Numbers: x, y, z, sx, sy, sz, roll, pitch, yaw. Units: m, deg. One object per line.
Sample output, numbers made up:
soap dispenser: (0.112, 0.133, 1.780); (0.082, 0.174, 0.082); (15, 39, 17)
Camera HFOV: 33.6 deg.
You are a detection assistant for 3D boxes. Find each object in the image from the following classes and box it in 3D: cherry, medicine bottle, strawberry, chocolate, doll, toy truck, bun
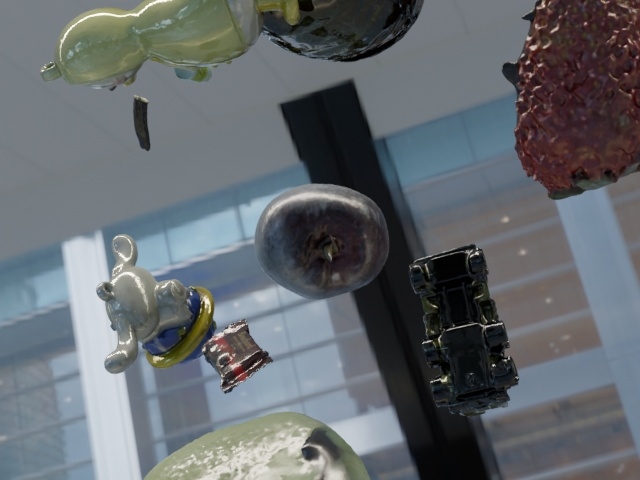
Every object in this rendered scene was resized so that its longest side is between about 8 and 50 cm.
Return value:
cherry: (0.000, 0.000, 2.013); (0.255, 0.218, 0.296); (-6, 4, -9)
medicine bottle: (-0.232, -0.313, 1.941); (0.047, 0.047, 0.083); (-20, -4, 17)
strawberry: (0.360, -0.209, 1.414); (0.234, 0.306, 0.137); (-17, 15, 6)
chocolate: (-0.120, 0.157, 1.475); (0.086, 0.028, 0.182); (-33, 19, -4)
doll: (-0.290, 0.147, 1.912); (0.160, 0.311, 0.242); (-18, -58, 18)
toy truck: (0.222, 0.138, 1.625); (0.127, 0.257, 0.127); (-17, -25, 13)
bun: (-0.066, 0.314, 1.063); (0.283, 0.283, 0.179); (-18, -66, 8)
doll: (-0.165, -0.225, 1.146); (0.296, 0.141, 0.117); (-23, -59, 12)

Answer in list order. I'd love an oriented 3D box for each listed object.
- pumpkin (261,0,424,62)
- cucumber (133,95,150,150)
pumpkin: (-0.009, -0.366, 1.355); (0.320, 0.320, 0.192); (8, -43, -44)
cucumber: (-0.373, -0.243, 2.204); (0.034, 0.033, 0.134); (-17, -49, -27)
